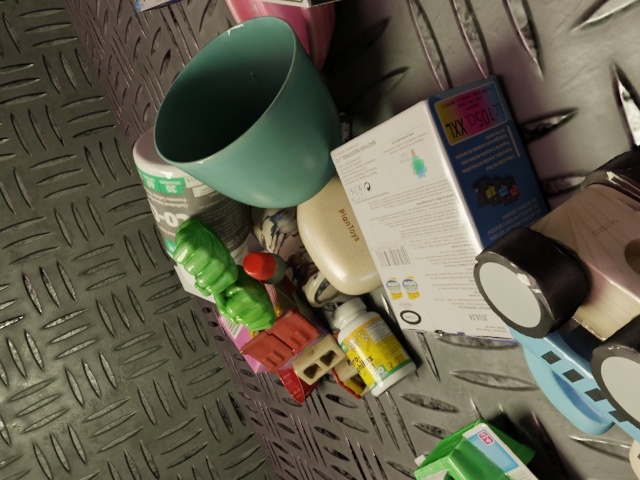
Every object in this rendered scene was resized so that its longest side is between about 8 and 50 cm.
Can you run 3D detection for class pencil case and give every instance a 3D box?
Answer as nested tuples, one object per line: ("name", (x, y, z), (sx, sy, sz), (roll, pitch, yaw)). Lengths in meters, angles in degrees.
("pencil case", (-0.064, -0.026, 1.257), (0.410, 0.160, 0.183), (47, 141, 32))

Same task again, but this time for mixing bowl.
("mixing bowl", (-0.064, 0.426, 1.716), (0.181, 0.098, 0.181), (44, 147, 38))

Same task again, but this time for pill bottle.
("pill bottle", (-0.265, -0.071, 1.168), (0.204, 0.204, 0.361), (42, 150, 38))
("pill bottle", (0.113, 0.238, 1.205), (0.208, 0.118, 0.117), (55, 152, 21))

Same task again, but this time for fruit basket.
("fruit basket", (0.347, 0.522, 0.972), (0.353, 0.165, 0.327), (52, 151, 19))

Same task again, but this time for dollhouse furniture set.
("dollhouse furniture set", (-0.040, 0.249, 1.297), (0.374, 0.152, 0.201), (46, -172, -34))

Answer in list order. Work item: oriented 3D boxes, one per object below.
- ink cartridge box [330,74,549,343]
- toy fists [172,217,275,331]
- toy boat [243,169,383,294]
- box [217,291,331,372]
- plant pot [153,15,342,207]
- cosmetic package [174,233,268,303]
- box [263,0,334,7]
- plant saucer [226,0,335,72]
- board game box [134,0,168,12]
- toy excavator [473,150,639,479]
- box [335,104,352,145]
("ink cartridge box", (0.199, -0.005, 0.802), (0.270, 0.151, 0.395), (-12, 100, 64))
("toy fists", (-0.191, 0.081, 1.057), (0.279, 0.096, 0.142), (54, 174, -33))
("toy boat", (0.000, 0.000, 1.049), (0.148, 0.318, 0.267), (37, -151, -76))
("box", (-0.126, 0.250, 1.497), (0.213, 0.243, 0.117), (45, 114, 34))
("plant pot", (-0.099, -0.190, 0.918), (0.293, 0.293, 0.235), (37, 177, 44))
("cosmetic package", (-0.228, 0.063, 1.499), (0.377, 0.285, 0.097), (4, 115, 61))
("box", (0.053, -0.350, 0.617), (0.169, 0.290, 0.087), (34, 140, 45))
("plant saucer", (-0.080, -0.451, 0.947), (0.332, 0.084, 0.332), (50, 164, 20))
("board game box", (-0.453, -0.769, 1.435), (0.347, 0.078, 0.233), (24, 132, 54))
("toy excavator", (0.391, 0.188, 0.600), (0.433, 0.222, 0.445), (44, 161, 37))
("box", (-0.014, -0.199, 1.135), (0.183, 0.056, 0.231), (44, 147, 35))
